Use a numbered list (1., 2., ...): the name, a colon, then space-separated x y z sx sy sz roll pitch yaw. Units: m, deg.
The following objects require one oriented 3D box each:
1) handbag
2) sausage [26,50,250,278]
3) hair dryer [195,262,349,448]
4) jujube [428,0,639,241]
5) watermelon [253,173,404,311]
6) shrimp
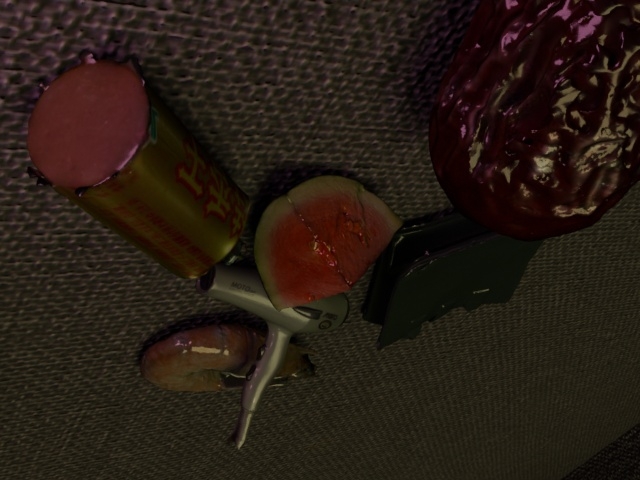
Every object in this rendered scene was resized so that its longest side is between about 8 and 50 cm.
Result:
1. handbag: 0.198 0.050 1.290 0.248 0.079 0.260 -16 150 -17
2. sausage: -0.146 -0.038 0.828 0.117 0.125 0.317 9 160 24
3. hair dryer: -0.101 0.130 1.115 0.267 0.092 0.229 -53 131 -5
4. jujube: 0.253 -0.156 0.857 0.259 0.258 0.376 -10 153 -27
5. watermelon: -0.008 -0.011 1.022 0.193 0.137 0.145 -37 106 0
6. shrimp: -0.124 0.183 1.260 0.168 0.077 0.317 -32 147 30
